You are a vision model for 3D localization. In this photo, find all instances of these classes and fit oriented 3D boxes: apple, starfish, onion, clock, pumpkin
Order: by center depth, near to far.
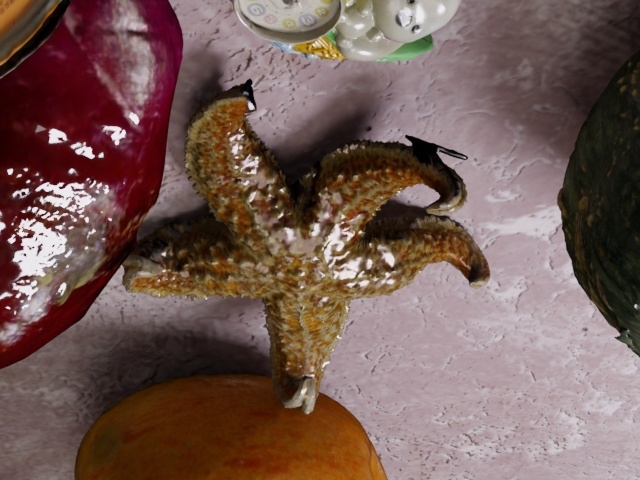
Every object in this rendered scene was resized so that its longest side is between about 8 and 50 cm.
[{"bbox_3d":[-0.300,-0.096,1.082,0.398,0.398,0.420,-21,170,18],"label":"onion"},{"bbox_3d":[0.010,-0.191,1.268,0.144,0.103,0.231,-18,141,27],"label":"clock"},{"bbox_3d":[0.323,-0.019,1.420,0.327,0.257,0.291,24,140,-27],"label":"pumpkin"},{"bbox_3d":[0.003,0.002,1.516,0.312,0.113,0.303,23,134,-30],"label":"starfish"},{"bbox_3d":[-0.064,0.251,1.681,0.275,0.299,0.299,-10,143,-6],"label":"apple"}]

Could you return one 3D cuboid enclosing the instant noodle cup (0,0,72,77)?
[{"bbox_3d":[-0.251,-0.208,0.852,0.296,0.296,0.214,-3,133,-6],"label":"instant noodle cup"}]
